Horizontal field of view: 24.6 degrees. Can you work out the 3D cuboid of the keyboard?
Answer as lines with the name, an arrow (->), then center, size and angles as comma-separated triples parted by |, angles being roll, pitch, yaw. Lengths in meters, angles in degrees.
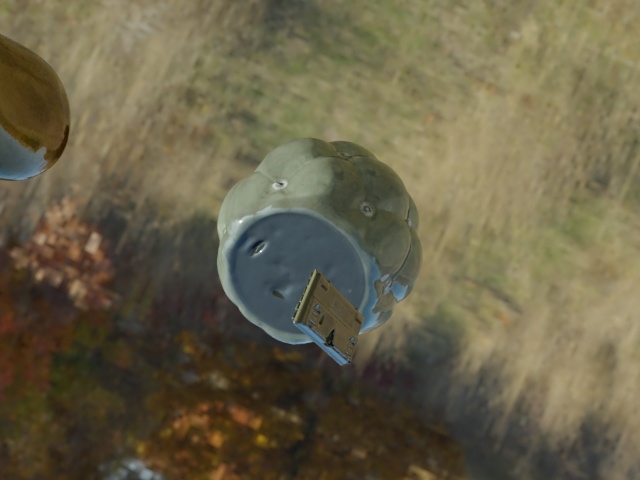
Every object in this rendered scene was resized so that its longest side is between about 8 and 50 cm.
keyboard -> 0.008, 0.066, 1.228 | 0.015, 0.049, 0.129 | 12, 165, 23

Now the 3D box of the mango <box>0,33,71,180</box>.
mango -> -0.266, -0.109, 1.186 | 0.089, 0.111, 0.163 | 5, 170, 26

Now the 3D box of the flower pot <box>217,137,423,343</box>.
flower pot -> 0.000, 0.000, 1.705 | 0.246, 0.246, 0.195 | 24, -151, 5
